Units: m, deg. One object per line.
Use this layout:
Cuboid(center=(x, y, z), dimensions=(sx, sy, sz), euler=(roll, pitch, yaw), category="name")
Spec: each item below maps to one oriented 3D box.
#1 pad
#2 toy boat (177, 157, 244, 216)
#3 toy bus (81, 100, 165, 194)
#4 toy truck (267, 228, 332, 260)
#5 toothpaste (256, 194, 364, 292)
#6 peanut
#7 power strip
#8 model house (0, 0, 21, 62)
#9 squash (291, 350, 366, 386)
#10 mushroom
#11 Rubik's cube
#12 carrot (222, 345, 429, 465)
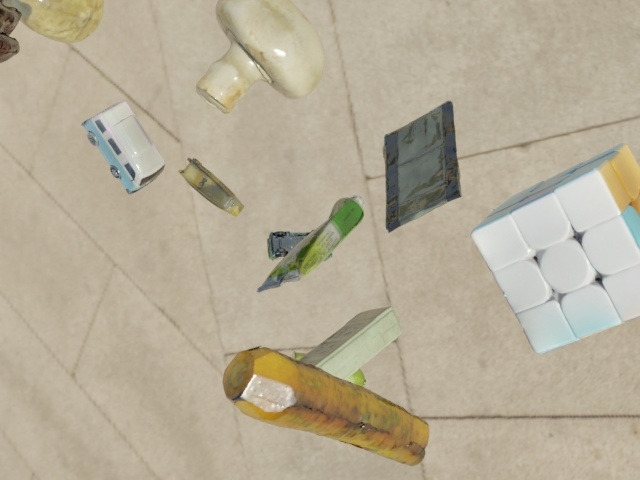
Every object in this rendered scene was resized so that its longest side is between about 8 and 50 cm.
Cuboid(center=(0.187, -0.139, 1.530), dimensions=(0.174, 0.022, 0.233), euler=(-28, 46, 34), category="pad")
Cuboid(center=(-0.293, -0.143, 2.220), dimensions=(0.226, 0.088, 0.068), euler=(39, 89, 22), category="toy boat")
Cuboid(center=(-0.273, -0.134, 1.164), dimensions=(0.075, 0.060, 0.123), euler=(-16, 110, 53), category="toy bus")
Cuboid(center=(-0.049, 0.012, 1.844), dimensions=(0.079, 0.147, 0.065), euler=(141, 126, -67), category="toy truck")
Cuboid(center=(0.000, 0.000, 1.137), dimensions=(0.078, 0.248, 0.047), euler=(-18, 108, 37), category="toothpaste")
Cuboid(center=(-0.446, -0.396, 1.244), dimensions=(0.122, 0.253, 0.137), euler=(-52, 30, 10), category="peanut")
Cuboid(center=(0.024, 0.175, 1.223), dimensions=(0.078, 0.272, 0.052), euler=(-16, 101, 47), category="power strip")
Cuboid(center=(-0.477, -0.237, 0.862), dimensions=(0.317, 0.297, 0.282), euler=(-119, 38, -68), category="model house")
Cuboid(center=(0.017, 0.327, 1.998), dimensions=(0.188, 0.095, 0.095), euler=(9, 107, -6), category="squash")
Cuboid(center=(-0.090, -0.294, 1.311), dimensions=(0.206, 0.206, 0.209), euler=(28, 105, 30), category="mushroom")
Cuboid(center=(0.528, 0.012, 1.656), dimensions=(0.290, 0.291, 0.291), euler=(-28, 90, 35), category="Rubik's cube")
Cuboid(center=(0.015, 0.169, 0.810), dimensions=(0.070, 0.260, 0.070), euler=(-26, 50, 35), category="carrot")
